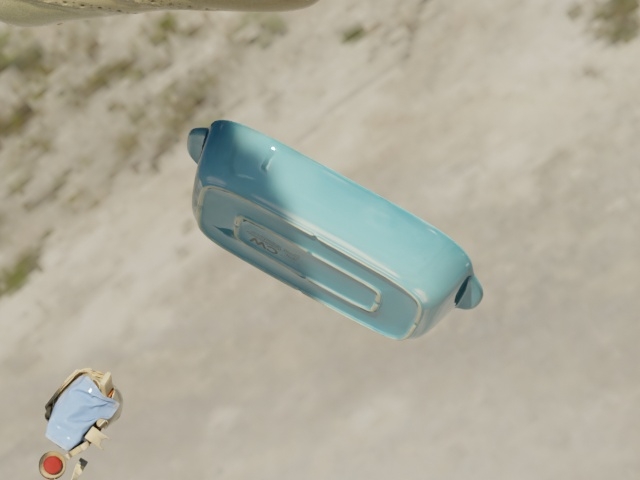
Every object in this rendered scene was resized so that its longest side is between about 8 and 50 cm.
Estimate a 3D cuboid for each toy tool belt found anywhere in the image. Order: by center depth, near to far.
[{"bbox_3d":[-0.170,0.128,1.342,0.083,0.052,0.051,-57,1,-11],"label":"toy tool belt"}]

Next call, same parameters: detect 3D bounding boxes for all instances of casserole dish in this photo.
[{"bbox_3d":[0.000,0.000,1.076,0.037,0.188,0.114,-58,-6,-23],"label":"casserole dish"}]

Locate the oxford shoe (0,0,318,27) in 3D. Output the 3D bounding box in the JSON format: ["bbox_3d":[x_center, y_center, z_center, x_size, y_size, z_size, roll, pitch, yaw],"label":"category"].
[{"bbox_3d":[-0.179,-0.236,1.523,0.146,0.397,0.140,109,171,-54],"label":"oxford shoe"}]
